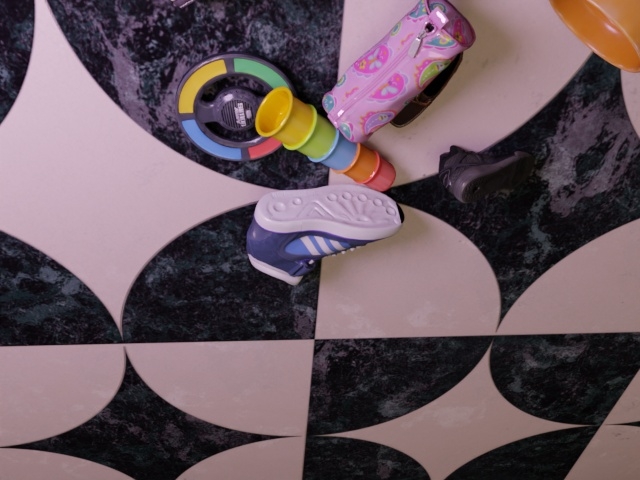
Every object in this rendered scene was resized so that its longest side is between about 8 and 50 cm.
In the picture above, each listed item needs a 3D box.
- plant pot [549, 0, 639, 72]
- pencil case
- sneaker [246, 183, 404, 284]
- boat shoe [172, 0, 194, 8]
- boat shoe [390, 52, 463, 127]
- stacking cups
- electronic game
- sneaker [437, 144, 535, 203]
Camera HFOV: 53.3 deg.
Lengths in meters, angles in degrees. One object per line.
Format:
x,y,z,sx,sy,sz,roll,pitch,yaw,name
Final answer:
0.502,-0.405,1.007,0.205,0.205,0.188,35,106,-32,plant pot
0.127,-0.291,1.088,0.124,0.124,0.284,27,135,-28,pencil case
0.000,0.000,1.386,0.322,0.130,0.236,0,143,-12,sneaker
-0.103,-0.424,0.978,0.285,0.103,0.092,-27,126,11,boat shoe
0.185,-0.284,1.160,0.073,0.073,0.207,15,132,-22,boat shoe
0.026,-0.183,1.209,0.316,0.096,0.096,21,129,-42,stacking cups
-0.153,-0.242,1.179,0.229,0.048,0.229,-3,133,-3,electronic game
0.329,-0.153,1.300,0.227,0.130,0.087,-19,134,-27,sneaker
